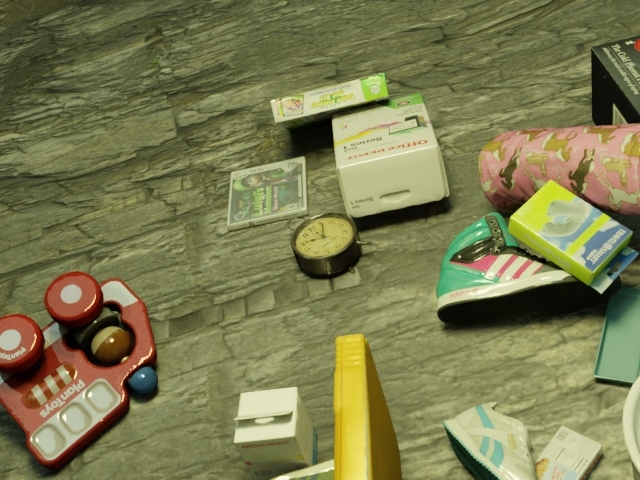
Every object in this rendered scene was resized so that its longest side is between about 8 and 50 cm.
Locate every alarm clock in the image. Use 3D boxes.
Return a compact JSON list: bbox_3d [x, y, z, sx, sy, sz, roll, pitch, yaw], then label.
[{"bbox_3d":[0.000,0.000,1.603,0.129,0.064,0.192,-35,46,-19],"label":"alarm clock"}]

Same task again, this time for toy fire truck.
[{"bbox_3d":[-0.420,0.218,1.460,0.302,0.169,0.254,-39,68,-22],"label":"toy fire truck"}]

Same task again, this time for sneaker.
[{"bbox_3d":[0.254,0.295,1.133,0.092,0.087,0.229,-27,28,-8],"label":"sneaker"},{"bbox_3d":[-0.020,0.376,1.181,0.192,0.064,0.086,-20,35,-8],"label":"sneaker"},{"bbox_3d":[0.336,0.034,1.396,0.295,0.124,0.178,-9,55,12],"label":"sneaker"}]

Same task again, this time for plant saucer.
[{"bbox_3d":[0.474,0.147,1.300,0.067,0.018,0.192,6,46,26],"label":"plant saucer"}]

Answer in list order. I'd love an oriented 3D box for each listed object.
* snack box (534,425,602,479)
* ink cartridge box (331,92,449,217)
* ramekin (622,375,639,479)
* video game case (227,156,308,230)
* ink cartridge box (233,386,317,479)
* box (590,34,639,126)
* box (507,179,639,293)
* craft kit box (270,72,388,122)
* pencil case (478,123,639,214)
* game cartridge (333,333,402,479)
[{"bbox_3d":[0.313,0.335,1.141,0.064,0.022,0.178,23,55,39],"label":"snack box"},{"bbox_3d":[0.134,-0.177,1.682,0.201,0.117,0.278,-12,30,6],"label":"ink cartridge box"},{"bbox_3d":[0.526,0.274,1.046,0.277,0.135,0.277,-10,41,9],"label":"ramekin"},{"bbox_3d":[-0.113,-0.104,1.795,0.173,0.022,0.190,-12,40,7],"label":"video game case"},{"bbox_3d":[-0.066,0.288,1.237,0.092,0.143,0.090,-9,41,10],"label":"ink cartridge box"},{"bbox_3d":[0.707,-0.244,1.535,0.312,0.179,0.343,-13,41,4],"label":"box"},{"bbox_3d":[0.399,-0.008,1.310,0.109,0.042,0.178,-40,60,-21],"label":"box"},{"bbox_3d":[0.028,-0.302,1.839,0.246,0.061,0.250,-10,3,6],"label":"craft kit box"},{"bbox_3d":[0.443,-0.116,1.412,0.160,0.167,0.386,-28,19,-27],"label":"pencil case"},{"bbox_3d":[0.064,0.318,1.048,0.052,0.285,0.324,-10,40,8],"label":"game cartridge"}]
